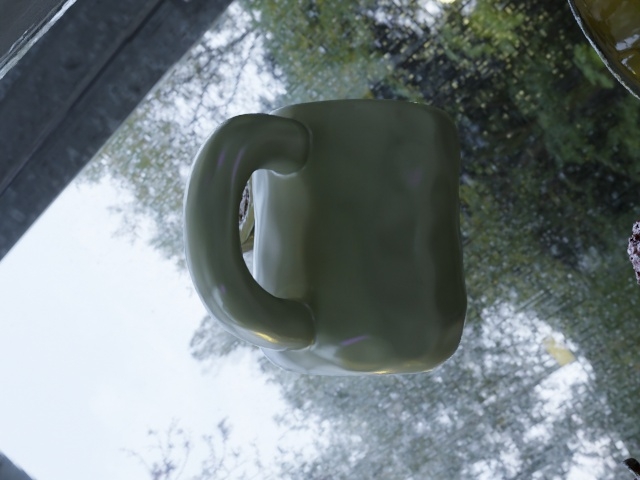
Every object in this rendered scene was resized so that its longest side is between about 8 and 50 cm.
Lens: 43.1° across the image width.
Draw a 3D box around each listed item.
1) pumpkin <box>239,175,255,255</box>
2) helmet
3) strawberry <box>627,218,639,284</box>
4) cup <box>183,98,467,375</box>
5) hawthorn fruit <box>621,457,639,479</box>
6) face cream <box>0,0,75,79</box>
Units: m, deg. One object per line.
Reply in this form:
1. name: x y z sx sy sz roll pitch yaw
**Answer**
1. pumpkin: -0.131 -0.062 1.554 0.110 0.217 0.217 12 -137 -25
2. helmet: 0.374 -0.246 0.831 0.257 0.140 0.205 5 -118 -40
3. strawberry: 0.319 0.009 0.661 0.086 0.145 0.145 -18 -113 -31
4. cup: 0.020 0.000 0.618 0.255 0.173 0.202 16 -107 -76
5. hawthorn fruit: 0.384 0.293 0.789 0.266 0.210 0.230 52 -141 -15
6. face cream: -0.207 -0.090 0.399 0.080 0.336 0.163 45 165 -27
